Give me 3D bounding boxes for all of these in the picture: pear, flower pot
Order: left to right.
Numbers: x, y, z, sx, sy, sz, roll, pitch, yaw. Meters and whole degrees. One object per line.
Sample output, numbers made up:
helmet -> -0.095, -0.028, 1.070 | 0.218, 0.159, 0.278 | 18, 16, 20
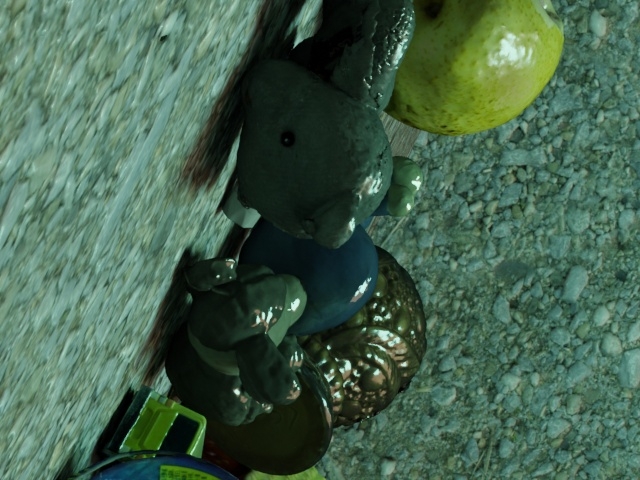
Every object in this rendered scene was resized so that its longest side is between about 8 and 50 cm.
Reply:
flower pot -> -0.024, 0.154, 1.806 | 0.267, 0.267, 0.266 | -45, 162, -52
pear -> 0.147, -0.247, 1.555 | 0.271, 0.271, 0.271 | -62, 174, -12

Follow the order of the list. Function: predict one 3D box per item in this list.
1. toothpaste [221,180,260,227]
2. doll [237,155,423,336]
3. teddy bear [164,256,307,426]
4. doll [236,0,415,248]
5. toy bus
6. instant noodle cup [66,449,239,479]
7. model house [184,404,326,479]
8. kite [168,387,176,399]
toothpaste -> -0.038, -0.101, 1.452 | 0.043, 0.067, 0.194 | 12, 119, -50
doll -> 0.000, 0.000, 1.669 | 0.154, 0.228, 0.258 | 41, 49, -43
teddy bear -> -0.073, 0.112, 1.507 | 0.144, 0.171, 0.251 | -25, 164, -27
doll -> 0.000, -0.167, 1.316 | 0.246, 0.158, 0.340 | 11, -92, 64
toy bus -> -0.180, 0.238, 1.528 | 0.175, 0.101, 0.088 | 104, 12, -63
instant noodle cup -> -0.183, 0.382, 1.447 | 0.284, 0.284, 0.312 | -61, -178, -23
model house -> -0.110, 0.338, 1.842 | 0.196, 0.254, 0.160 | -48, 159, -72
kite -> -0.154, 0.136, 1.759 | 0.190, 0.010, 0.159 | -60, 174, -23
